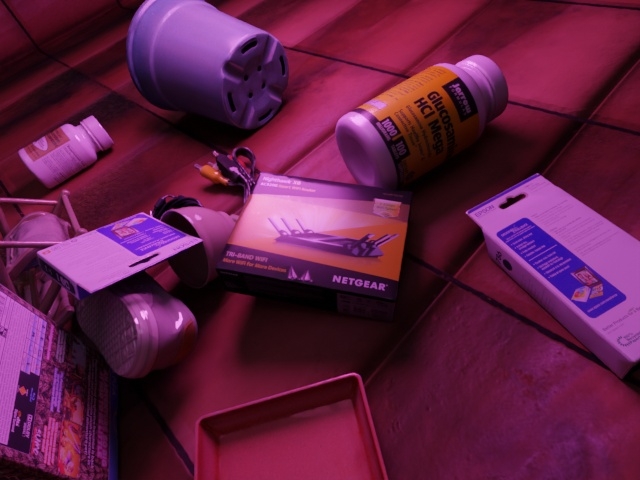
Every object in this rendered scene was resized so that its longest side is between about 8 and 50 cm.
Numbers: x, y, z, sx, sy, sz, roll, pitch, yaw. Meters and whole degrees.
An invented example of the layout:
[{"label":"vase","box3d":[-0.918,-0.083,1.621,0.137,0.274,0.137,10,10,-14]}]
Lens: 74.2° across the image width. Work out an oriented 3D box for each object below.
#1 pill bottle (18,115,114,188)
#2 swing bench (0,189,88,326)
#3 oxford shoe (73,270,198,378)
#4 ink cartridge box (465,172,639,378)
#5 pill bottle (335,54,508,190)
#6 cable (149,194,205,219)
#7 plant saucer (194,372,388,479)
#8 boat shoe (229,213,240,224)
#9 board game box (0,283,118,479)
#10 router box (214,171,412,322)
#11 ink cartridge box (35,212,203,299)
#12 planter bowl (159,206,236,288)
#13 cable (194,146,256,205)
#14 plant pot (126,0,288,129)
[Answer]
[{"label":"pill bottle","box3d":[-0.747,-0.269,1.260,0.229,0.131,0.131,-38,50,-16]},{"label":"swing bench","box3d":[-0.597,0.047,0.868,0.165,0.255,0.253,1,23,-38]},{"label":"oxford shoe","box3d":[-0.371,0.116,0.815,0.449,0.130,0.169,25,102,44]},{"label":"ink cartridge box","box3d":[0.399,0.033,0.667,0.165,0.065,0.333,-27,49,-6]},{"label":"pill bottle","box3d":[0.214,-0.246,0.886,0.334,0.188,0.188,-32,48,-10]},{"label":"cable","box3d":[-0.347,-0.042,0.988,0.184,0.047,0.150,24,61,33]},{"label":"plant saucer","box3d":[-0.038,0.334,0.559,0.259,0.048,0.258,-17,47,3]},{"label":"boat shoe","box3d":[-0.141,-0.009,0.893,0.152,0.056,0.049,22,75,31]},{"label":"board game box","box3d":[-0.436,0.244,0.601,0.141,0.291,0.232,-25,47,-2]},{"label":"router box","box3d":[0.000,0.000,0.778,0.309,0.081,0.243,9,53,10]},{"label":"ink cartridge box","box3d":[-0.348,0.026,0.746,0.208,0.045,0.206,19,35,36]},{"label":"planter bowl","box3d":[-0.232,0.000,0.855,0.162,0.162,0.109,23,35,33]},{"label":"cable","box3d":[-0.182,-0.138,1.032,0.139,0.072,0.287,-27,58,-29]},{"label":"plant pot","box3d":[-0.291,-0.486,1.188,0.334,0.341,0.341,28,63,27]}]
